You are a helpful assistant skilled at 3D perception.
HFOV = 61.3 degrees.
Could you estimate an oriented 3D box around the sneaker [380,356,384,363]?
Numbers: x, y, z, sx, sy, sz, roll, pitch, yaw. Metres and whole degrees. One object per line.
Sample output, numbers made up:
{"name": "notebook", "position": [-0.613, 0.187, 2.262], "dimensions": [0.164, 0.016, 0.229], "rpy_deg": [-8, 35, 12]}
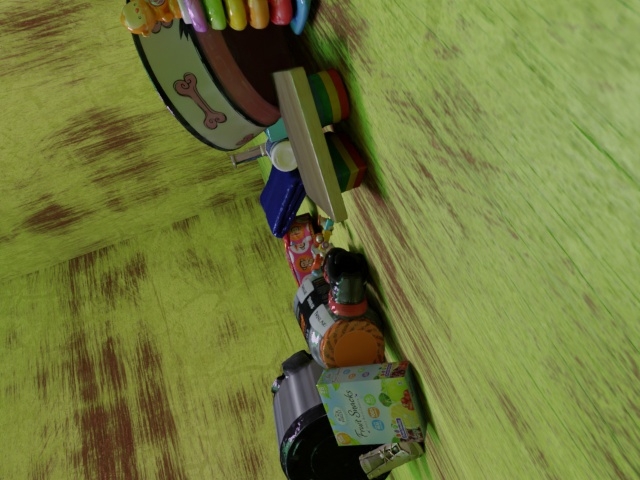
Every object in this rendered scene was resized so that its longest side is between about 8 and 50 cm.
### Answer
{"name": "sneaker", "position": [0.144, 0.341, 1.542], "dimensions": [0.074, 0.063, 0.170], "rpy_deg": [54, 169, 46]}

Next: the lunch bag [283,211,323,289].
{"name": "lunch bag", "position": [-0.041, 0.050, 1.911], "dimensions": [0.258, 0.120, 0.292], "rpy_deg": [-85, -20, -72]}

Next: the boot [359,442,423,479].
{"name": "boot", "position": [0.185, 0.570, 1.443], "dimensions": [0.213, 0.165, 0.077], "rpy_deg": [77, 170, -57]}

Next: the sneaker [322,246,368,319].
{"name": "sneaker", "position": [0.059, 0.068, 1.298], "dimensions": [0.276, 0.098, 0.135], "rpy_deg": [-100, 11, -64]}

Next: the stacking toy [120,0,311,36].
{"name": "stacking toy", "position": [-0.175, -0.398, 0.866], "dimensions": [0.166, 0.302, 0.175], "rpy_deg": [-175, 65, -83]}

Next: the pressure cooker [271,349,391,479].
{"name": "pressure cooker", "position": [0.026, 0.563, 1.747], "dimensions": [0.420, 0.376, 0.369], "rpy_deg": [-119, 39, -70]}

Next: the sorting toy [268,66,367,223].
{"name": "sorting toy", "position": [0.003, -0.190, 0.980], "dimensions": [0.255, 0.090, 0.256], "rpy_deg": [-128, 20, -69]}

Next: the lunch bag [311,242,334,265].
{"name": "lunch bag", "position": [0.014, 0.048, 1.690], "dimensions": [0.083, 0.071, 0.053], "rpy_deg": [-131, 23, -71]}

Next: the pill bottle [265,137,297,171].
{"name": "pill bottle", "position": [-0.122, -0.287, 1.696], "dimensions": [0.169, 0.094, 0.094], "rpy_deg": [-122, 13, -59]}

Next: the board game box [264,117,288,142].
{"name": "board game box", "position": [-0.187, -0.499, 1.651], "dimensions": [0.253, 0.079, 0.335], "rpy_deg": [-122, 13, -60]}

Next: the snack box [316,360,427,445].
{"name": "snack box", "position": [0.117, 0.368, 1.211], "dimensions": [0.174, 0.207, 0.070], "rpy_deg": [71, -156, -16]}

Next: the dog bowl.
{"name": "dog bowl", "position": [-0.193, -0.397, 1.103], "dimensions": [0.408, 0.151, 0.407], "rpy_deg": [48, -146, -49]}

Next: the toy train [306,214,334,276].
{"name": "toy train", "position": [0.000, 0.000, 1.369], "dimensions": [0.125, 0.046, 0.166], "rpy_deg": [112, 175, -61]}

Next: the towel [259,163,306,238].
{"name": "towel", "position": [-0.124, -0.164, 1.834], "dimensions": [0.308, 0.076, 0.227], "rpy_deg": [-116, 44, -59]}

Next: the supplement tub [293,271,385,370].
{"name": "supplement tub", "position": [0.046, 0.215, 1.400], "dimensions": [0.316, 0.194, 0.193], "rpy_deg": [-130, 21, -71]}

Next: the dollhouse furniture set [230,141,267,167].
{"name": "dollhouse furniture set", "position": [-0.252, -0.263, 2.389], "dimensions": [0.286, 0.198, 0.303], "rpy_deg": [-147, 37, -80]}
